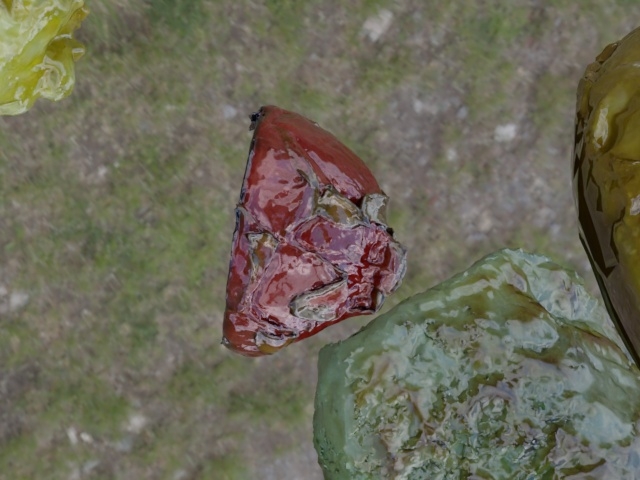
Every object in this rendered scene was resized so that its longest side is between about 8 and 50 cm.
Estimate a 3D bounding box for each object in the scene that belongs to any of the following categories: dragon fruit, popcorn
[{"bbox_3d":[0.000,0.000,1.007,0.148,0.218,0.224,8,137,-1],"label":"dragon fruit"},{"bbox_3d":[-0.270,-0.156,0.902,0.197,0.197,0.156,-11,96,-30],"label":"popcorn"}]

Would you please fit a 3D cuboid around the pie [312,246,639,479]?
[{"bbox_3d":[0.211,0.201,1.179,0.395,0.418,0.180,-39,178,-34],"label":"pie"}]

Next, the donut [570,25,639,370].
[{"bbox_3d":[0.241,0.016,0.586,0.160,0.330,0.330,-23,145,33],"label":"donut"}]
